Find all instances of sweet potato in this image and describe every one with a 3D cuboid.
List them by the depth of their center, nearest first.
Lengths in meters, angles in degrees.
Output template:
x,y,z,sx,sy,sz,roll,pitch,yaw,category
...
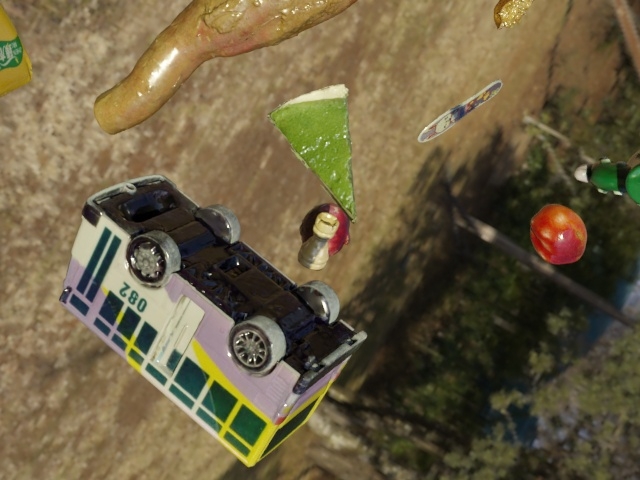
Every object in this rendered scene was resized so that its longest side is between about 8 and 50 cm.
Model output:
x,y,z,sx,sy,sz,roll,pitch,yaw,category
-0.100,-0.247,1.176,0.385,0.109,0.109,-28,179,6,sweet potato

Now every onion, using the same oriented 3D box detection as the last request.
x,y,z,sx,sy,sz,roll,pitch,yaw,category
0.013,-0.022,2.411,0.131,0.131,0.131,-60,176,-8,onion

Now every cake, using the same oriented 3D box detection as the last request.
x,y,z,sx,sy,sz,roll,pitch,yaw,category
0.044,-0.192,2.196,0.172,0.284,0.158,-38,172,2,cake

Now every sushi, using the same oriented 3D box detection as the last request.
x,y,z,sx,sy,sz,roll,pitch,yaw,category
0.395,-0.474,2.115,0.118,0.061,0.060,-59,-145,5,sushi

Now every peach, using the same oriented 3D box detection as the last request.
x,y,z,sx,sy,sz,roll,pitch,yaw,category
0.419,-0.009,1.823,0.101,0.100,0.101,-60,176,-8,peach

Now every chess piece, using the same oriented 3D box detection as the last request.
x,y,z,sx,sy,sz,roll,pitch,yaw,category
0.000,0.000,2.223,0.066,0.066,0.122,-55,172,-53,chess piece

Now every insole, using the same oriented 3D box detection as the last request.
x,y,z,sx,sy,sz,roll,pitch,yaw,category
0.248,-0.227,1.836,0.197,0.004,0.065,-34,158,-16,insole

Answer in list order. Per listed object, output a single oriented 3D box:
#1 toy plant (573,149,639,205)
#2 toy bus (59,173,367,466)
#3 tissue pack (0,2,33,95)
x,y,z,sx,sy,sz,roll,pitch,yaw,category
0.518,-0.095,1.535,0.232,0.243,0.113,18,-69,56,toy plant
-0.182,0.114,1.609,0.209,0.440,0.249,-30,154,-58,toy bus
-0.632,-0.292,1.515,0.228,0.293,0.382,-18,-163,18,tissue pack
